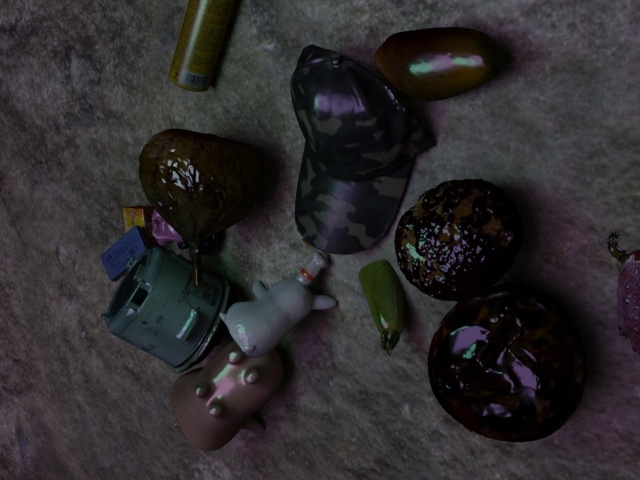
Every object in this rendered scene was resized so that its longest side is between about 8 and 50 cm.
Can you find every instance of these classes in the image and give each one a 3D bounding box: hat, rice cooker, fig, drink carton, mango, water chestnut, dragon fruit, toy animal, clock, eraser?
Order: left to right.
[{"bbox_3d":[-0.532,0.038,2.128,0.225,0.036,0.082,-33,78,40],"label":"eraser"},{"bbox_3d":[-0.482,0.016,2.153,0.096,0.071,0.223,3,100,41],"label":"drink carton"},{"bbox_3d":[-0.363,0.173,1.929,0.316,0.316,0.264,24,80,36],"label":"rice cooker"},{"bbox_3d":[-0.341,-0.066,1.994,0.195,0.100,0.194,13,106,38],"label":"clock"},{"bbox_3d":[-0.276,-0.068,1.791,0.286,0.286,0.369,9,98,40],"label":"fig"},{"bbox_3d":[-0.228,0.367,1.917,0.326,0.269,0.237,-36,73,6],"label":"toy animal"},{"bbox_3d":[-0.086,0.149,1.774,0.141,0.282,0.138,55,163,-16],"label":"toy animal"},{"bbox_3d":[0.018,-0.170,1.598,0.366,0.257,0.382,28,97,36],"label":"hat"},{"bbox_3d":[0.217,-0.325,1.439,0.267,0.111,0.133,11,90,41],"label":"mango"},{"bbox_3d":[0.314,0.226,1.365,0.300,0.300,0.300,10,106,39],"label":"water chestnut"},{"bbox_3d":[0.574,0.086,1.209,0.282,0.147,0.211,56,138,21],"label":"dragon fruit"}]

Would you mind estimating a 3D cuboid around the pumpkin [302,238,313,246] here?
[{"bbox_3d":[0.000,-0.001,1.746,0.083,0.050,0.028,14,74,27],"label":"pumpkin"}]

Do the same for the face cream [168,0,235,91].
[{"bbox_3d":[-0.264,-0.527,1.823,0.105,0.105,0.349,40,123,28],"label":"face cream"}]

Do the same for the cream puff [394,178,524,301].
[{"bbox_3d":[0.240,-0.009,1.399,0.239,0.239,0.165,-25,120,41],"label":"cream puff"}]

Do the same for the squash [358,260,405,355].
[{"bbox_3d":[0.140,0.147,1.635,0.090,0.075,0.200,-26,59,23],"label":"squash"}]
